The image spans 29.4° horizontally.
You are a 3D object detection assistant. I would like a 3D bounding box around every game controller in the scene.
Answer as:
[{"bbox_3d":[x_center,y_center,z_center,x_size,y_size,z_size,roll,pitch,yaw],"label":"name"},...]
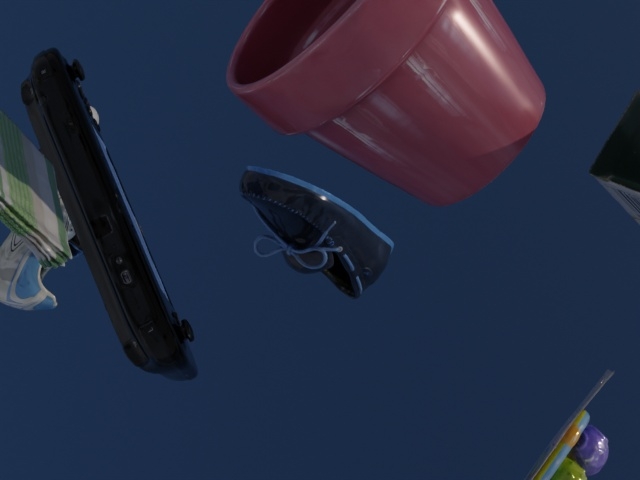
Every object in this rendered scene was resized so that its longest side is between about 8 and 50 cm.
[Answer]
[{"bbox_3d":[-0.187,-0.020,1.121,0.067,0.166,0.319,-25,-102,3],"label":"game controller"}]

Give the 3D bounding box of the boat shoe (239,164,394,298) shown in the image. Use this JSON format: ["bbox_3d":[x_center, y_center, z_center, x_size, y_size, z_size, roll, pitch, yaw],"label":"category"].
[{"bbox_3d":[0.000,0.000,1.322,0.109,0.258,0.089,19,-99,44],"label":"boat shoe"}]

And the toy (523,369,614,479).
[{"bbox_3d":[0.209,0.226,1.107,0.056,0.137,0.237,40,-87,11],"label":"toy"}]

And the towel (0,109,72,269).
[{"bbox_3d":[-0.224,-0.057,0.817,0.023,0.152,0.113,-30,-134,8],"label":"towel"}]

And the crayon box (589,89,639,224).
[{"bbox_3d":[0.368,0.012,0.942,0.202,0.318,0.081,27,-96,44],"label":"crayon box"}]

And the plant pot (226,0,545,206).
[{"bbox_3d":[0.061,-0.129,0.900,0.201,0.180,0.201,-40,-156,22],"label":"plant pot"}]

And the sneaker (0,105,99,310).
[{"bbox_3d":[-0.278,-0.035,1.295,0.086,0.085,0.237,21,-110,-9],"label":"sneaker"}]
